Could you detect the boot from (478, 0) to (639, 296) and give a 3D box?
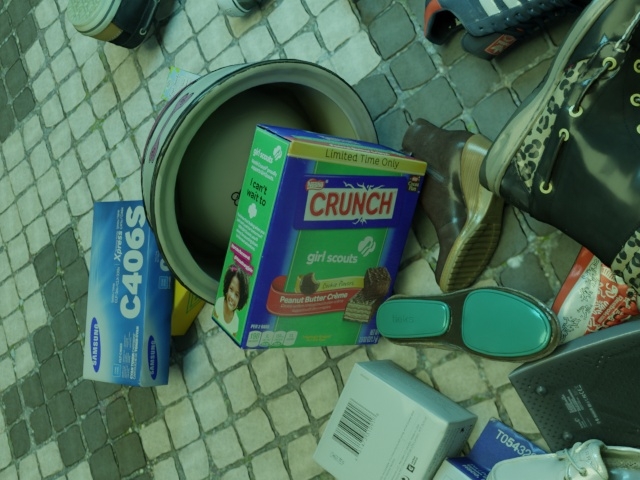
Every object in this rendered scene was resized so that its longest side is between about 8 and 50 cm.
[{"bbox_3d":[0.404,-0.139,0.921,0.284,0.138,0.377,47,113,29],"label":"boot"}]

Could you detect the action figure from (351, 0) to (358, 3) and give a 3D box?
[{"bbox_3d":[0.020,-0.629,1.299,0.330,0.178,0.341,41,111,19],"label":"action figure"}]

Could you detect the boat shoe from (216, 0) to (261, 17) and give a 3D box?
[{"bbox_3d":[-0.168,-0.609,1.466,0.119,0.121,0.335,-17,87,23],"label":"boat shoe"}]

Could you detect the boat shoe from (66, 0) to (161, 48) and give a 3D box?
[{"bbox_3d":[-0.365,-0.635,1.569,0.187,0.156,0.500,15,82,39],"label":"boat shoe"}]

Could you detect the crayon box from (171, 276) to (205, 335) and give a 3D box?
[{"bbox_3d":[-0.301,0.043,1.493,0.203,0.083,0.323,44,108,29],"label":"crayon box"}]

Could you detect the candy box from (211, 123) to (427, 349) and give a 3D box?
[{"bbox_3d":[0.000,0.000,1.154,0.122,0.268,0.317,29,111,50],"label":"candy box"}]

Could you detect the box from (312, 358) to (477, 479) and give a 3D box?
[{"bbox_3d":[0.115,0.309,1.169,0.182,0.119,0.181,29,101,32],"label":"box"}]

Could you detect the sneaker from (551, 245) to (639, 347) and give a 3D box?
[{"bbox_3d":[0.410,0.082,1.014,0.145,0.090,0.270,26,97,35],"label":"sneaker"}]

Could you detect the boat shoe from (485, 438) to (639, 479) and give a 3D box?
[{"bbox_3d":[0.355,0.303,0.978,0.277,0.098,0.096,-4,122,11],"label":"boat shoe"}]

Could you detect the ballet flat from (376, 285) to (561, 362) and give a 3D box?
[{"bbox_3d":[0.228,0.121,1.108,0.316,0.106,0.107,4,81,46],"label":"ballet flat"}]

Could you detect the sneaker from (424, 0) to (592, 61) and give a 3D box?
[{"bbox_3d":[0.294,-0.338,1.102,0.350,0.131,0.148,21,99,50],"label":"sneaker"}]

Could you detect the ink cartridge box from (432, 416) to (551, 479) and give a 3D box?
[{"bbox_3d":[0.260,0.450,1.005,0.324,0.071,0.330,28,85,43],"label":"ink cartridge box"}]

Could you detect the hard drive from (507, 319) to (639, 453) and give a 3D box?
[{"bbox_3d":[0.400,0.191,0.988,0.254,0.054,0.172,-25,106,28],"label":"hard drive"}]

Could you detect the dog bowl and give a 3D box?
[{"bbox_3d":[-0.106,-0.099,1.211,0.150,0.408,0.408,32,103,49],"label":"dog bowl"}]

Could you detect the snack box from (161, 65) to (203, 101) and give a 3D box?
[{"bbox_3d":[-0.158,-0.245,1.373,0.207,0.174,0.070,23,97,32],"label":"snack box"}]

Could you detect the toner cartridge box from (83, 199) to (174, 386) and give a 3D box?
[{"bbox_3d":[-0.366,0.098,1.436,0.165,0.075,0.348,-1,85,35],"label":"toner cartridge box"}]

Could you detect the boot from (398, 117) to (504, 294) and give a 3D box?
[{"bbox_3d":[0.191,-0.059,1.196,0.207,0.090,0.248,30,105,45],"label":"boot"}]
